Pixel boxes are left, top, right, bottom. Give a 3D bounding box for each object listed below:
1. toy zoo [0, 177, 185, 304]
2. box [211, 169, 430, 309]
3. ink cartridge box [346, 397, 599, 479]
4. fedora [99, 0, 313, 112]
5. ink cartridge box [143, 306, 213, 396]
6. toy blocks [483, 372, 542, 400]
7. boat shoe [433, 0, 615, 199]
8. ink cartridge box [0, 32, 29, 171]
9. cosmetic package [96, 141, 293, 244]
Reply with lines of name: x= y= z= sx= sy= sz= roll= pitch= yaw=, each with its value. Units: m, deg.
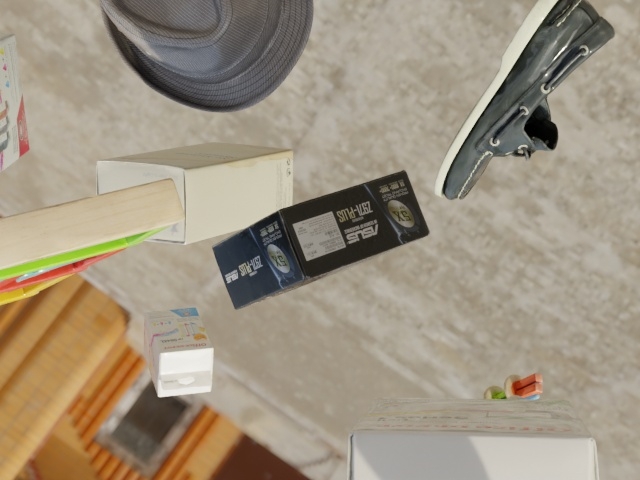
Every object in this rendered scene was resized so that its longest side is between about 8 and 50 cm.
toy zoo: x=-0.241 y=0.028 z=0.832 sx=0.293 sy=0.192 sz=0.030 roll=-21 pitch=86 yaw=53
box: x=0.000 y=0.000 z=1.349 sx=0.147 sy=0.180 sz=0.078 roll=-25 pitch=85 yaw=53
ink cartridge box: x=0.135 y=0.210 z=1.118 sx=0.201 sy=0.117 sz=0.278 roll=0 pitch=179 yaw=7
fedora: x=-0.155 y=-0.284 z=1.449 sx=0.275 sy=0.244 sz=0.124 roll=45 pitch=-166 yaw=12
ink cartridge box: x=-0.234 y=0.189 z=2.074 sx=0.143 sy=0.092 sz=0.090 roll=-124 pitch=34 yaw=-54
toy blocks: x=0.289 y=0.238 z=1.844 sx=0.054 sy=0.123 sz=0.148 roll=48 pitch=140 yaw=-4
boat shoe: x=0.252 y=-0.159 z=1.549 sx=0.113 sy=0.127 sz=0.340 roll=34 pitch=125 yaw=7
ink cartridge box: x=-0.371 y=-0.125 z=1.208 sx=0.127 sy=0.128 sz=0.176 roll=-2 pitch=-164 yaw=4
cosmetic package: x=-0.181 y=-0.076 z=1.883 sx=0.160 sy=0.113 sz=0.309 roll=7 pitch=-169 yaw=26
